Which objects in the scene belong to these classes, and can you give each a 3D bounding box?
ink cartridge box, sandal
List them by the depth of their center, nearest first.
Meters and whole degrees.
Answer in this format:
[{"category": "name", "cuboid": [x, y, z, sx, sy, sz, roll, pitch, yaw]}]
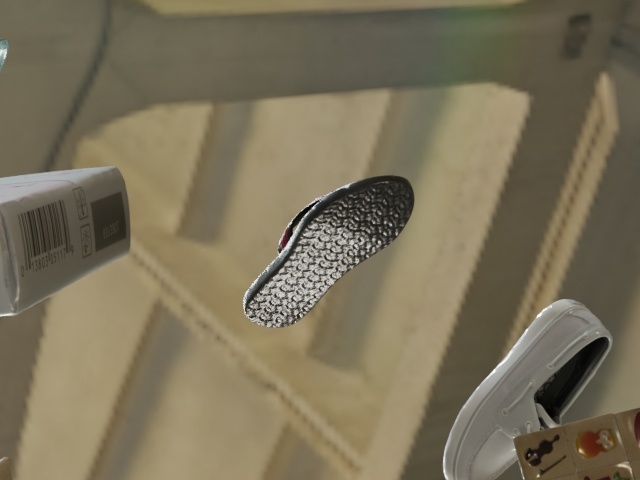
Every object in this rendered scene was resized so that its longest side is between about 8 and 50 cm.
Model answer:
[{"category": "ink cartridge box", "cuboid": [-0.229, 0.008, 0.909, 0.232, 0.189, 0.066, -2, -82, 10]}, {"category": "sandal", "cuboid": [0.000, 0.000, 1.332, 0.179, 0.067, 0.040, -44, -143, 40]}]

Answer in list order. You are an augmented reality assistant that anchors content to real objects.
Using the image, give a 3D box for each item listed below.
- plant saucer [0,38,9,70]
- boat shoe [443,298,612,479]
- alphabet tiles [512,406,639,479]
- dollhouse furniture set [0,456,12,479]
[{"category": "plant saucer", "cuboid": [-0.288, -0.114, 1.462, 0.021, 0.119, 0.119, 33, -50, 0]}, {"category": "boat shoe", "cuboid": [0.172, 0.136, 1.513, 0.184, 0.066, 0.063, -50, -139, 2]}, {"category": "alphabet tiles", "cuboid": [0.225, 0.237, 1.338, 0.009, 0.198, 0.237, 79, -2, -63]}, {"category": "dollhouse furniture set", "cuboid": [-0.412, 0.211, 1.874, 0.151, 0.123, 0.144, 23, -50, 31]}]
